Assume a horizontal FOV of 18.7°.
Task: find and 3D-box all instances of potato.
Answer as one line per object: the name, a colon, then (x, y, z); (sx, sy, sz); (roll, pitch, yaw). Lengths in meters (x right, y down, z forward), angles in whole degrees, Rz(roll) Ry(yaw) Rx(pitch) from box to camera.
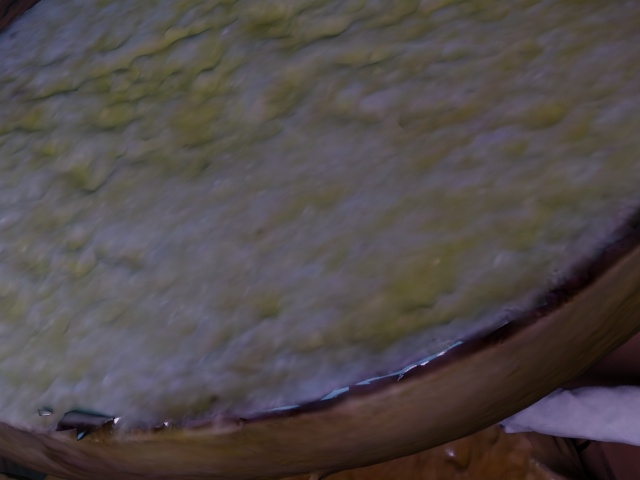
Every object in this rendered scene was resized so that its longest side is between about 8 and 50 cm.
potato: (0.000, 0.000, 0.565); (0.299, 0.116, 0.239); (4, 41, 42)

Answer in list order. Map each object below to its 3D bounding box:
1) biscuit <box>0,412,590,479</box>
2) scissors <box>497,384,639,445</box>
biscuit: (-0.041, 0.131, 0.628); (0.320, 0.047, 0.183); (-31, 54, 30)
scissors: (0.138, 0.050, 0.493); (0.212, 0.021, 0.110); (1, 77, 37)
